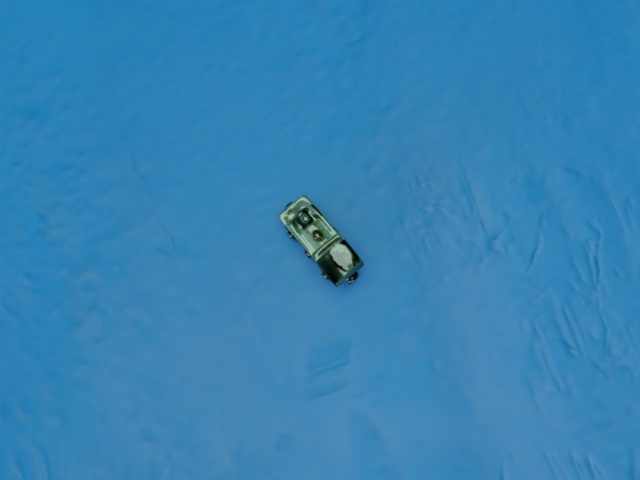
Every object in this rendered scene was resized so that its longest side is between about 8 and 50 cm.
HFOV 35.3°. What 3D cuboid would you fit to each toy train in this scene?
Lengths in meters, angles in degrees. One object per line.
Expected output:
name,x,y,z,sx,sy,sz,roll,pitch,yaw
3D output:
toy train,0.000,0.000,0.803,0.033,0.053,0.083,-40,82,-3
